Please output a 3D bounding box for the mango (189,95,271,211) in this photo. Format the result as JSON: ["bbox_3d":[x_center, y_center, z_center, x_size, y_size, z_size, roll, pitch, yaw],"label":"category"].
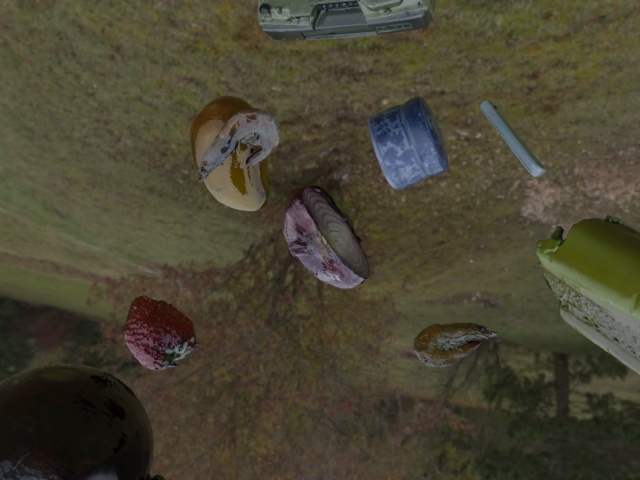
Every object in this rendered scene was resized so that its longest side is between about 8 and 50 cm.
[{"bbox_3d":[-0.233,-0.224,1.710,0.211,0.317,0.173,-10,-165,16],"label":"mango"}]

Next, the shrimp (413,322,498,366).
[{"bbox_3d":[0.301,0.226,1.428,0.190,0.101,0.042,-12,149,-2],"label":"shrimp"}]

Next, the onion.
[{"bbox_3d":[0.000,0.000,1.140,0.098,0.151,0.205,-29,99,26],"label":"onion"}]

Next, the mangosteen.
[{"bbox_3d":[-0.346,0.338,0.879,0.360,0.306,0.306,30,162,13],"label":"mangosteen"}]

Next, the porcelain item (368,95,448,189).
[{"bbox_3d":[0.163,-0.177,1.165,0.114,0.147,0.147,-20,148,17],"label":"porcelain item"}]

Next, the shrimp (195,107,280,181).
[{"bbox_3d":[-0.195,-0.212,1.517,0.144,0.052,0.251,28,128,-38],"label":"shrimp"}]

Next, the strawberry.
[{"bbox_3d":[-0.333,0.191,1.315,0.148,0.131,0.131,35,165,19],"label":"strawberry"}]

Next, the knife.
[{"bbox_3d":[0.324,-0.171,1.078,0.044,0.162,0.023,-2,145,-48],"label":"knife"}]

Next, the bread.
[{"bbox_3d":[0.602,0.111,1.195,0.251,0.208,0.376,61,176,-32],"label":"bread"}]

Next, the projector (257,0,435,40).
[{"bbox_3d":[0.036,-0.412,0.972,0.270,0.193,0.088,1,179,18],"label":"projector"}]
